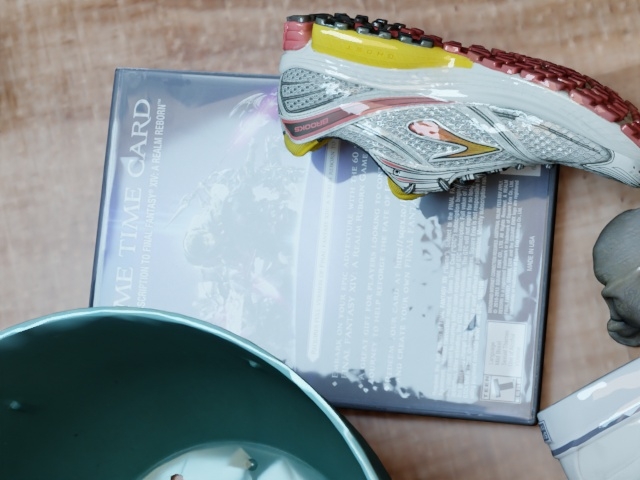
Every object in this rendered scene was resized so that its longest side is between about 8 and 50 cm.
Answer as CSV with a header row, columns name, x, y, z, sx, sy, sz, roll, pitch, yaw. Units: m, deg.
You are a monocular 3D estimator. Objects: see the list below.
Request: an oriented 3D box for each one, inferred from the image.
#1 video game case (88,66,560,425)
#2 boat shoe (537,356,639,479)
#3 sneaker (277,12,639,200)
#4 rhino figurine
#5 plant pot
name,x,y,z,sx,sy,sz,roll,pitch,yaw
video game case,0.000,0.000,1.122,0.274,0.026,0.196,4,83,14
boat shoe,0.251,0.072,1.021,0.267,0.096,0.088,-28,81,9
sneaker,0.082,-0.064,1.067,0.225,0.088,0.093,15,103,16
rhino figurine,0.249,-0.029,1.028,0.243,0.106,0.073,-35,77,6
plant pot,-0.076,0.192,1.005,0.293,0.235,0.293,-2,82,13
